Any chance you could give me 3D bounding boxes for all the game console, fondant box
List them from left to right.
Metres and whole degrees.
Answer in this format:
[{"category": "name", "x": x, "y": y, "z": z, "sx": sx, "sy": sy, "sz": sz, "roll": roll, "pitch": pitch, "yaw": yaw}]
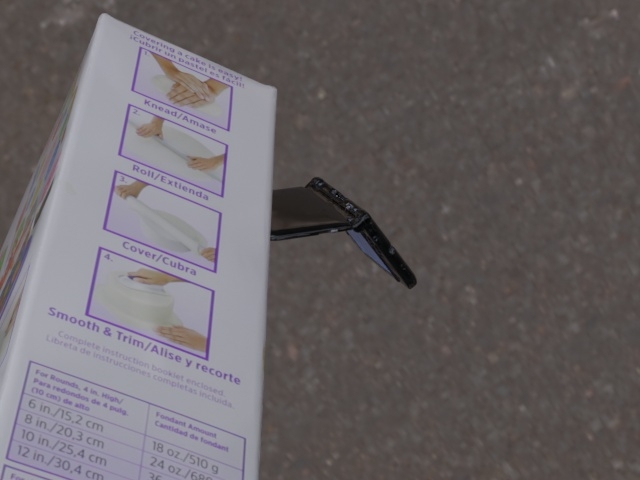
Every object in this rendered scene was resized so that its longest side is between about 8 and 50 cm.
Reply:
[{"category": "fondant box", "x": -0.108, "y": 0.092, "z": 0.608, "sx": 0.330, "sy": 0.096, "sz": 0.238, "roll": -92, "pitch": 26, "yaw": -54}, {"category": "game console", "x": 0.000, "y": 0.000, "z": 1.103, "sx": 0.071, "sy": 0.107, "sz": 0.122, "roll": -40, "pitch": 24, "yaw": -4}]
